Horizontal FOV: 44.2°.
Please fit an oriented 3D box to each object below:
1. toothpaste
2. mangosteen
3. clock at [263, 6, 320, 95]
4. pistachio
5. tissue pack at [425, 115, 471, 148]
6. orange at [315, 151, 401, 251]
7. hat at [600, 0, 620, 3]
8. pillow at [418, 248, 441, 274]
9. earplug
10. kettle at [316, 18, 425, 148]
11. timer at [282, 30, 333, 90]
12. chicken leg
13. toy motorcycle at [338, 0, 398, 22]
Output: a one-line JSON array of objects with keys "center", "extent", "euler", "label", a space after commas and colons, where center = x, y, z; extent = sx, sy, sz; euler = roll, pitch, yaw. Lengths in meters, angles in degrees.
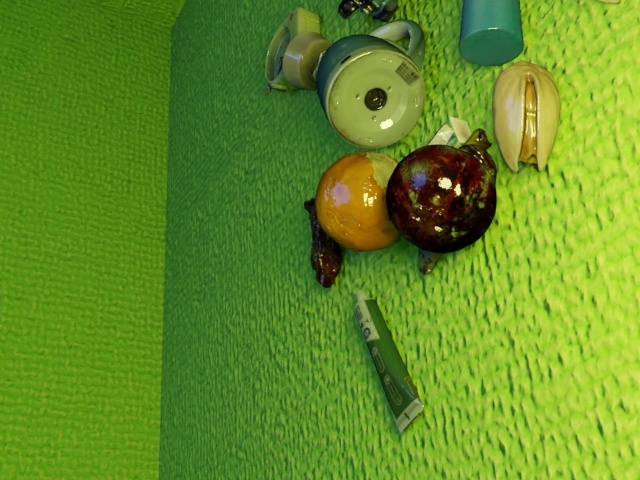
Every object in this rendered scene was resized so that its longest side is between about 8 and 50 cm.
[{"center": [0.148, 0.258, 1.826], "extent": [0.099, 0.061, 0.392], "euler": [-58, 36, 32], "label": "toothpaste"}, {"center": [0.268, -0.111, 1.624], "extent": [0.289, 0.231, 0.231], "euler": [-49, 12, -32], "label": "mangosteen"}, {"center": [-0.107, -0.608, 2.628], "extent": [0.308, 0.096, 0.235], "euler": [-35, 50, 53], "label": "clock"}, {"center": [0.392, -0.237, 1.503], "extent": [0.152, 0.126, 0.223], "euler": [71, -161, -76], "label": "pistachio"}, {"center": [0.276, -0.207, 1.750], "extent": [0.111, 0.079, 0.085], "euler": [-52, 38, 39], "label": "tissue pack"}, {"center": [0.105, -0.091, 1.862], "extent": [0.240, 0.240, 0.240], "euler": [-34, 50, 53], "label": "orange"}, {"center": [0.519, -0.563, 1.383], "extent": [0.226, 0.164, 0.220], "euler": [110, 160, -65], "label": "hat"}, {"center": [0.253, -0.044, 1.757], "extent": [0.093, 0.051, 0.241], "euler": [151, 127, -62], "label": "pillow"}, {"center": [0.363, -0.522, 1.677], "extent": [0.132, 0.132, 0.273], "euler": [-30, 50, 55], "label": "earplug"}, {"center": [0.133, -0.433, 2.003], "extent": [0.319, 0.247, 0.342], "euler": [-36, 30, 10], "label": "kettle"}, {"center": [0.032, -0.495, 2.296], "extent": [0.266, 0.175, 0.175], "euler": [33, 109, 44], "label": "timer"}, {"center": [0.003, -0.008, 2.198], "extent": [0.177, 0.083, 0.323], "euler": [121, 148, -60], "label": "chicken leg"}, {"center": [0.169, -0.701, 2.077], "extent": [0.232, 0.172, 0.416], "euler": [-50, 10, -5], "label": "toy motorcycle"}]
